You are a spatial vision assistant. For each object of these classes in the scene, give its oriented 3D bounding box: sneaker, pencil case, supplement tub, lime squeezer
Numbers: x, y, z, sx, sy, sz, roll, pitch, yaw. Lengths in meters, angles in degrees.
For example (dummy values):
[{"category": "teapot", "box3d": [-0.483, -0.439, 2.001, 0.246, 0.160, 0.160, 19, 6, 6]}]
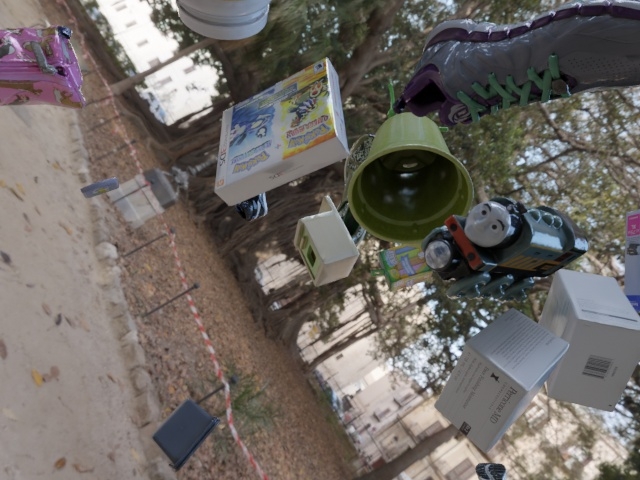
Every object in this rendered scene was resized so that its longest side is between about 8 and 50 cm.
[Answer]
[{"category": "sneaker", "box3d": [0.467, 0.675, 1.081, 0.208, 0.081, 0.094, -9, 90, -75]}, {"category": "pencil case", "box3d": [-0.639, -0.298, 0.707, 0.167, 0.386, 0.160, -45, -118, 59]}, {"category": "sneaker", "box3d": [0.162, -0.129, 0.342, 0.083, 0.098, 0.224, 35, -2, -37]}, {"category": "sneaker", "box3d": [-0.263, -0.173, 1.469, 0.079, 0.121, 0.217, 8, -63, 37]}, {"category": "supplement tub", "box3d": [-0.199, -0.611, 0.800, 0.241, 0.241, 0.331, 55, -25, 21]}, {"category": "sneaker", "box3d": [0.135, -0.148, 1.350, 0.182, 0.158, 0.410, -80, -177, -78]}, {"category": "lime squeezer", "box3d": [0.319, -0.456, 1.485, 0.310, 0.110, 0.059, 50, -17, 27]}]

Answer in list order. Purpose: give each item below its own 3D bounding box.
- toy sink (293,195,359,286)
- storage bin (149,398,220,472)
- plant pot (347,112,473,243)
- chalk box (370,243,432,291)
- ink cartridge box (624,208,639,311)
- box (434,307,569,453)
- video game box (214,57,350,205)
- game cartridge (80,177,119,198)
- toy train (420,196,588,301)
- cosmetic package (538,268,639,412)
[{"category": "toy sink", "box3d": [0.000, 0.000, 1.272, 0.153, 0.131, 0.234, 110, -40, -57]}, {"category": "storage bin", "box3d": [-0.311, 0.429, 0.914, 0.091, 0.135, 0.098, 47, -36, -2]}, {"category": "plant pot", "box3d": [0.214, -0.177, 0.998, 0.254, 0.276, 0.276, -79, 156, -46]}, {"category": "chalk box", "box3d": [0.296, 0.103, 1.521, 0.132, 0.213, 0.132, 66, 6, -66]}, {"category": "ink cartridge box", "box3d": [0.873, 0.086, 1.024, 0.065, 0.186, 0.311, 123, -25, -78]}, {"category": "box", "box3d": [0.332, 0.252, 0.749, 0.119, 0.182, 0.181, 37, -50, 36]}, {"category": "video game box", "box3d": [-0.064, -0.167, 0.619, 0.048, 0.205, 0.187, 44, 33, -50]}, {"category": "game cartridge", "box3d": [-0.536, -0.128, 0.986, 0.017, 0.083, 0.056, 63, -23, 4]}, {"category": "toy train", "box3d": [0.327, 0.012, 0.717, 0.190, 0.334, 0.142, -46, -129, 34]}, {"category": "cosmetic package", "box3d": [0.612, 0.222, 0.947, 0.224, 0.138, 0.224, -51, 148, -59]}]
